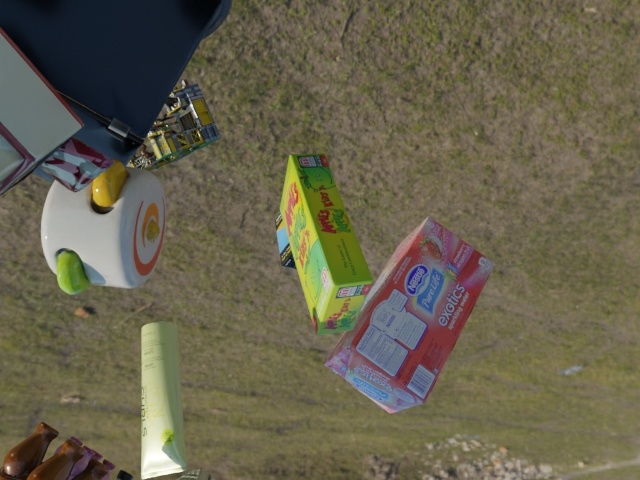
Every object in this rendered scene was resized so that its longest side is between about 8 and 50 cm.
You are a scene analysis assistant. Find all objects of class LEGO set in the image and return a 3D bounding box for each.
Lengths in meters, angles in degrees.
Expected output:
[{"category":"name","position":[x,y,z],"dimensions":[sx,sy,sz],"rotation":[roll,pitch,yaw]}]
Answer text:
[{"category":"LEGO set","position":[-0.452,-0.316,1.562],"dimensions":[0.255,0.192,0.331],"rotation":[-28,-170,-34]}]

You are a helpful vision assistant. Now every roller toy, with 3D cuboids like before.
[{"category":"roller toy","position":[-0.327,-0.026,0.887],"dimensions":[0.146,0.209,0.191],"rotation":[7,-172,1]}]

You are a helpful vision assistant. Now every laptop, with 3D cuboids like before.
[{"category":"laptop","position":[-0.447,-0.314,0.924],"dimensions":[0.382,0.236,0.408],"rotation":[30,144,-25]}]

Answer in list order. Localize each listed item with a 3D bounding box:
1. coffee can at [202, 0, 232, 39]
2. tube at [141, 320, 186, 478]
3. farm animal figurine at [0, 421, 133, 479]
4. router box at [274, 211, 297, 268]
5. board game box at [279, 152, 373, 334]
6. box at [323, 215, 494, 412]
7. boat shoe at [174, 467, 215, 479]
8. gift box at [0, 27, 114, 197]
[{"category":"coffee can","position":[-0.326,-0.572,1.150],"dimensions":[0.201,0.275,0.201],"rotation":[-25,164,-8]},{"category":"tube","position":[-0.258,0.253,0.912],"dimensions":[0.062,0.240,0.070],"rotation":[1,155,-21]},{"category":"farm animal figurine","position":[-0.194,0.332,0.529],"dimensions":[0.327,0.172,0.330],"rotation":[26,152,17]},{"category":"router box","position":[-0.029,-0.046,1.141],"dimensions":[0.046,0.133,0.179],"rotation":[14,134,-28]},{"category":"board game box","position":[0.000,0.000,0.614],"dimensions":[0.043,0.181,0.092],"rotation":[-6,142,-17]},{"category":"box","position":[0.155,0.127,0.982],"dimensions":[0.154,0.300,0.142],"rotation":[35,151,-1]},{"category":"boat shoe","position":[-0.246,0.532,0.832],"dimensions":[0.187,0.156,0.500],"rotation":[-30,-178,8]},{"category":"gift box","position":[-0.308,-0.070,0.326],"dimensions":[0.276,0.258,0.255],"rotation":[-13,121,39]}]
